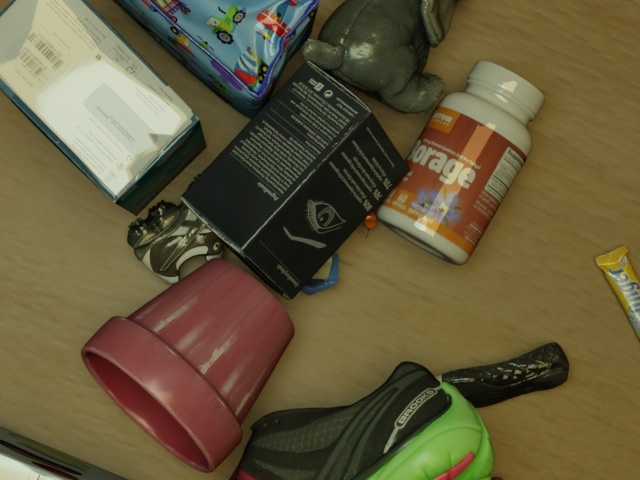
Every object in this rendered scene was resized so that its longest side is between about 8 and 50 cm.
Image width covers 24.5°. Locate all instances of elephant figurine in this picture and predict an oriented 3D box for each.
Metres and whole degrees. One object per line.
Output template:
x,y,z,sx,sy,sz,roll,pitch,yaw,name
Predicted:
0.098,-0.276,1.660,0.169,0.186,0.239,28,95,-10,elephant figurine

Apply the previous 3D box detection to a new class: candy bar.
0.378,0.084,1.741,0.040,0.018,0.161,-27,89,-3,candy bar

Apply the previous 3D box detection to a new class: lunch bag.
-0.160,-0.268,1.622,0.293,0.221,0.138,30,87,-2,lunch bag

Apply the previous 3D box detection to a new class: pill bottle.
0.164,-0.091,1.684,0.121,0.121,0.216,30,87,-2,pill bottle

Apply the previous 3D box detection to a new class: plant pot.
-0.134,0.125,1.636,0.201,0.201,0.180,43,71,-1,plant pot

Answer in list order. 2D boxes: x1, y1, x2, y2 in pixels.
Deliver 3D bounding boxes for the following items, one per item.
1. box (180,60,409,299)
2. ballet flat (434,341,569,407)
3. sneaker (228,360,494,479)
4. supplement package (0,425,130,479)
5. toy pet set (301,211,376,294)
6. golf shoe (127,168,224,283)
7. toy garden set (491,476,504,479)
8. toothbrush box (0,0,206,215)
-0.025,-0.062,1.602,0.207,0.153,0.108,-46,60,-4,box
0.205,0.159,1.723,0.173,0.057,0.049,-10,48,-4,ballet flat
-0.032,0.306,1.655,0.483,0.185,0.202,-31,46,7,sneaker
-0.315,0.308,1.610,0.203,0.194,0.149,23,87,-3,supplement package
0.000,0.000,1.715,0.122,0.065,0.114,5,53,-6,toy pet set
-0.124,-0.030,1.698,0.198,0.077,0.094,-36,101,3,golf shoe
0.180,0.365,1.706,0.244,0.049,0.204,-9,89,-3,toy garden set
-0.239,-0.149,1.578,0.126,0.295,0.216,-45,92,-2,toothbrush box
